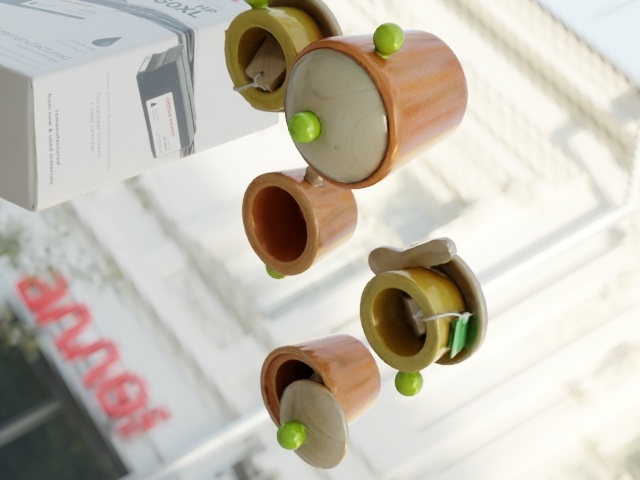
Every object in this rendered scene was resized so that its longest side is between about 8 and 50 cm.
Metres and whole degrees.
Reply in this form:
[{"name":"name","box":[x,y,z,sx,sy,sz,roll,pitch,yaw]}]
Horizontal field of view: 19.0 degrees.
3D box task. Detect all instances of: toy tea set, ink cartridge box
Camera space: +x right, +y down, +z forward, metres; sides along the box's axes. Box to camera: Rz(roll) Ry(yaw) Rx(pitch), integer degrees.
[{"name":"toy tea set","box":[0.000,0.000,1.247,0.200,0.124,0.336,9,-68,43]},{"name":"ink cartridge box","box":[-0.276,-0.198,2.238,0.285,0.395,0.166,22,-59,36]}]
